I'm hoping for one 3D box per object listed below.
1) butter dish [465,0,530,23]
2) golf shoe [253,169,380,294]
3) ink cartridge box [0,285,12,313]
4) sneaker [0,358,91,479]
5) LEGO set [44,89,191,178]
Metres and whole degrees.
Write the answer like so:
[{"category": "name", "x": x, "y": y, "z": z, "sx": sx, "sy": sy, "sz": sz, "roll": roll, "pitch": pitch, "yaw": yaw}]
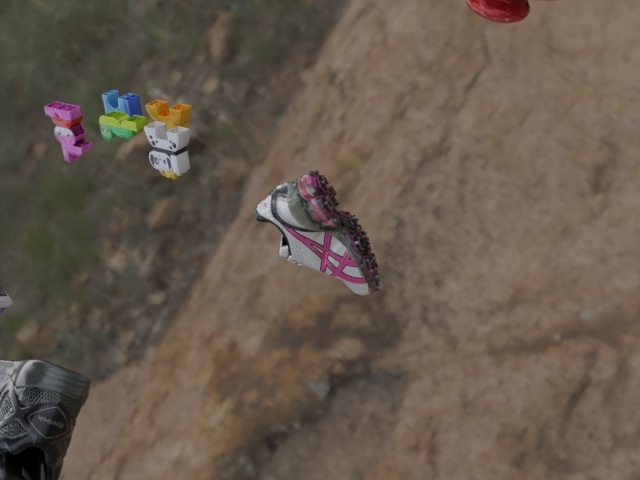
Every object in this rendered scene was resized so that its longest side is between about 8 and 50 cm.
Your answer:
[{"category": "butter dish", "x": 0.101, "y": -0.166, "z": 0.784, "sx": 0.160, "sy": 0.160, "sz": 0.118, "roll": 32, "pitch": 126, "yaw": 30}, {"category": "golf shoe", "x": 0.000, "y": 0.000, "z": 1.682, "sx": 0.086, "sy": 0.186, "sz": 0.067, "roll": -24, "pitch": 42, "yaw": 17}, {"category": "ink cartridge box", "x": -0.406, "y": 0.108, "z": 1.436, "sx": 0.208, "sy": 0.045, "sz": 0.206, "roll": -41, "pitch": -8, "yaw": 7}, {"category": "sneaker", "x": -0.307, "y": 0.190, "z": 1.586, "sx": 0.227, "sy": 0.087, "sz": 0.130, "roll": -8, "pitch": 59, "yaw": 63}, {"category": "LEGO set", "x": -0.213, "y": -0.114, "z": 1.855, "sx": 0.227, "sy": 0.093, "sz": 0.087, "roll": 14, "pitch": 33, "yaw": 39}]
